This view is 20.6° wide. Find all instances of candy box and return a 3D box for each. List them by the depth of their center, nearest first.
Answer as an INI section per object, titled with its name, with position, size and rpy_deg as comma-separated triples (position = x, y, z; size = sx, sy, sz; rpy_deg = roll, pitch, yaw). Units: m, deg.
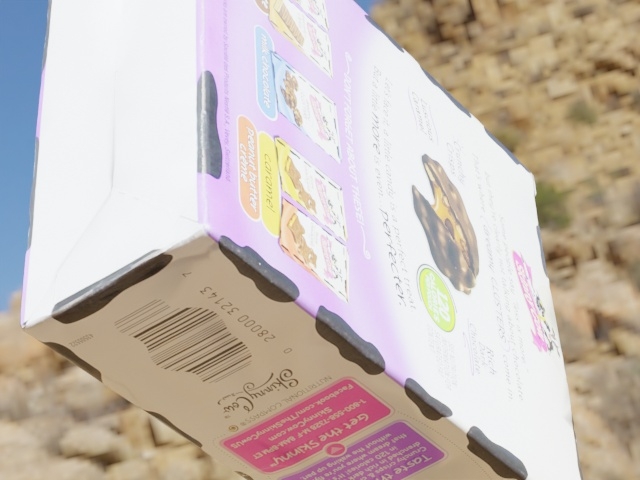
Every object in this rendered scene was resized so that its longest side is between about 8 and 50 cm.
[candy box]
position = 0.000, 0.000, 0.573
size = 0.070, 0.165, 0.196
rpy_deg = -29, -48, 25
